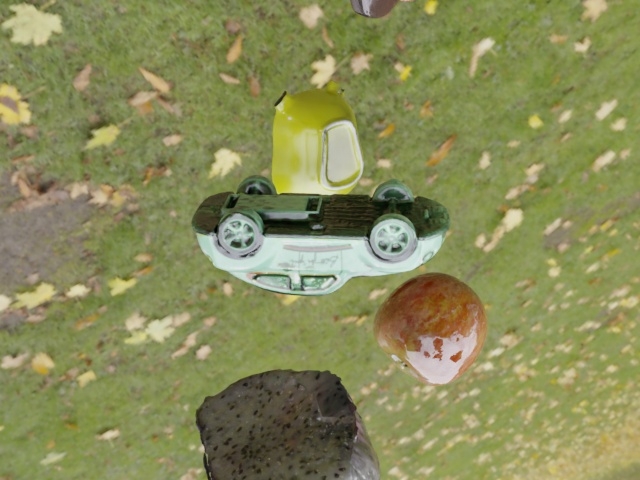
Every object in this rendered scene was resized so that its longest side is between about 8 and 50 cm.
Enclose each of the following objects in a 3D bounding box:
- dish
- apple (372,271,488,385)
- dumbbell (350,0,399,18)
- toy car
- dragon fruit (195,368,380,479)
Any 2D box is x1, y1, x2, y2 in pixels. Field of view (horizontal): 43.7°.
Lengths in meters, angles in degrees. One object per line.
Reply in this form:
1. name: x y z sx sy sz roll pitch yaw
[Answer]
1. dish: 0.014 -0.189 1.658 0.221 0.108 0.262 -18 114 -33
2. apple: 0.191 0.148 1.369 0.174 0.188 0.188 -50 157 -15
3. dumbbell: 0.018 -0.430 1.209 0.124 0.225 0.140 -50 148 -21
4. toy car: 0.000 0.000 0.970 0.306 0.136 0.125 3 114 3
5. dragon fruit: -0.020 0.318 1.008 0.204 0.283 0.221 -21 123 -3
